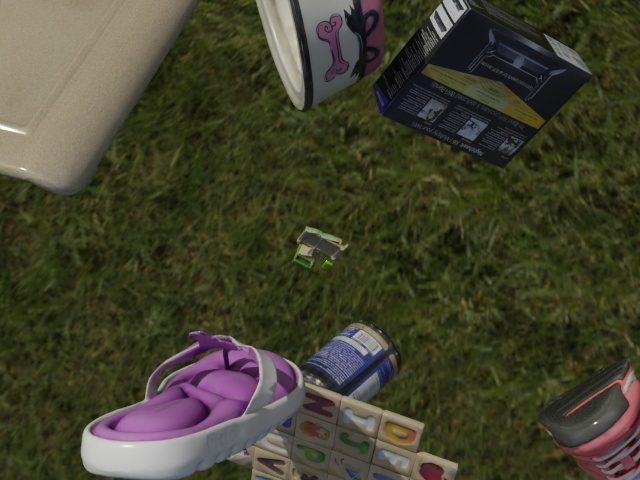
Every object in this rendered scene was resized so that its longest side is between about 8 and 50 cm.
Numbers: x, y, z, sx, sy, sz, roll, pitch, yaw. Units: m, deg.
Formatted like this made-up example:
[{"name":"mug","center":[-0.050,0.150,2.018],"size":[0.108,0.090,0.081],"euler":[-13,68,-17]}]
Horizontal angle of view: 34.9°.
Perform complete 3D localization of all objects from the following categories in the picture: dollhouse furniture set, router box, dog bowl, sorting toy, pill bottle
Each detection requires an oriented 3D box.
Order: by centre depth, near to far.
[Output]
[{"name":"sorting toy","center":[-0.185,-0.110,0.569],"size":[0.196,0.347,0.047],"euler":[17,145,9]},{"name":"dog bowl","center":[-0.017,-0.426,1.664],"size":[0.150,0.408,0.408],"euler":[-16,109,-7]},{"name":"dollhouse furniture set","center":[0.000,0.000,1.698],"size":[0.076,0.058,0.151],"euler":[26,155,-6]},{"name":"pill bottle","center":[0.026,0.241,1.736],"size":[0.123,0.219,0.123],"euler":[33,143,30]},{"name":"router box","center":[0.281,-0.277,1.785],"size":[0.309,0.081,0.243],"euler":[19,126,-34]}]

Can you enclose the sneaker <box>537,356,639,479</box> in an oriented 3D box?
[{"name":"sneaker","center":[0.325,0.213,1.116],"size":[0.116,0.314,0.136],"euler":[-36,76,8]}]

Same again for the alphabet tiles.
[{"name":"alphabet tiles","center":[0.015,0.309,1.434],"size":[0.342,0.011,0.285],"euler":[18,133,10]}]

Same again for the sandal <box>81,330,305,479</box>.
[{"name":"sandal","center":[-0.114,0.150,1.088],"size":[0.169,0.416,0.102],"euler":[3,97,10]}]
